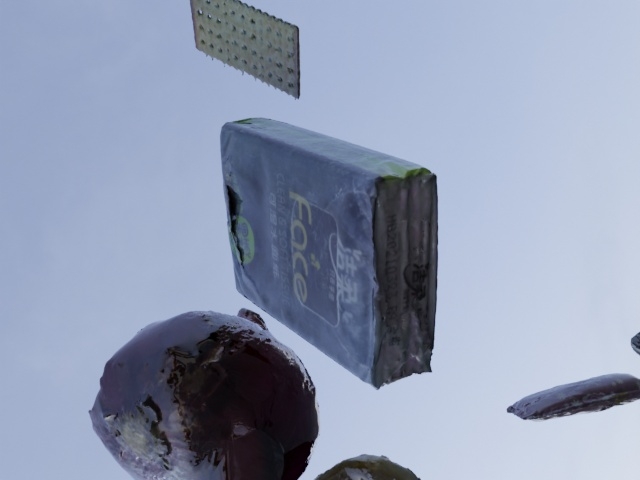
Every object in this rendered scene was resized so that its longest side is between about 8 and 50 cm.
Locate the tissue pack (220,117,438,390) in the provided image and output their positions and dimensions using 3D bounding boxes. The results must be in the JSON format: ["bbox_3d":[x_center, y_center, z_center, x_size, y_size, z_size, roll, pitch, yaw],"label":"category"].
[{"bbox_3d":[0.000,0.000,0.742,0.073,0.235,0.173,-14,-65,-30],"label":"tissue pack"}]

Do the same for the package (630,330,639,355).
[{"bbox_3d":[0.444,0.086,0.807,0.194,0.269,0.071,36,-121,-2],"label":"package"}]

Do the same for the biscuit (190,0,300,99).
[{"bbox_3d":[-0.123,-0.325,1.431,0.016,0.232,0.139,-42,-32,-34],"label":"biscuit"}]

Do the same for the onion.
[{"bbox_3d":[-0.171,0.277,1.582,0.420,0.399,0.398,-48,-54,-62],"label":"onion"}]

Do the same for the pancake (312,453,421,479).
[{"bbox_3d":[0.087,0.513,1.563,0.049,0.283,0.282,-25,-72,-66],"label":"pancake"}]

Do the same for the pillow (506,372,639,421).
[{"bbox_3d":[0.340,0.203,1.153,0.118,0.185,0.043,76,-178,-87],"label":"pillow"}]
